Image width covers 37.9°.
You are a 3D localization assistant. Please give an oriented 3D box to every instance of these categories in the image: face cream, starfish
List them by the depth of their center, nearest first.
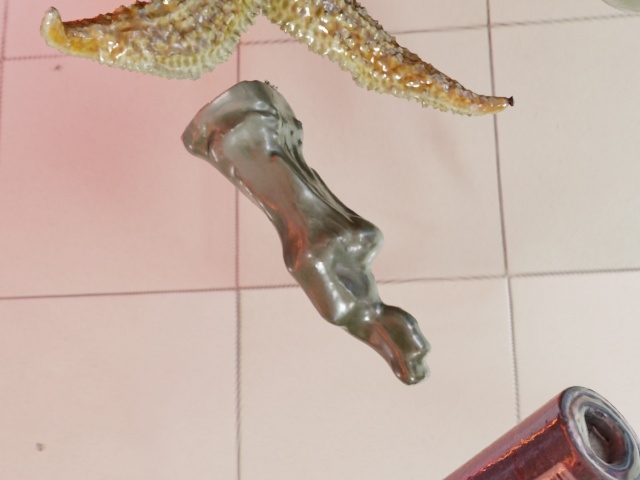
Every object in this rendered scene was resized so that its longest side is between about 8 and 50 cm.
[{"bbox_3d":[-0.029,-0.224,0.601,0.302,0.084,0.293,1,61,-22],"label":"starfish"},{"bbox_3d":[0.092,0.201,0.634,0.073,0.073,0.283,53,125,15],"label":"face cream"}]

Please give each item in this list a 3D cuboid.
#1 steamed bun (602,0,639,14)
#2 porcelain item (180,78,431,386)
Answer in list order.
[{"bbox_3d":[0.253,-0.264,0.749,0.211,0.144,0.218,-35,69,-26],"label":"steamed bun"},{"bbox_3d":[0.000,0.000,0.585,0.069,0.081,0.215,-37,76,9],"label":"porcelain item"}]
